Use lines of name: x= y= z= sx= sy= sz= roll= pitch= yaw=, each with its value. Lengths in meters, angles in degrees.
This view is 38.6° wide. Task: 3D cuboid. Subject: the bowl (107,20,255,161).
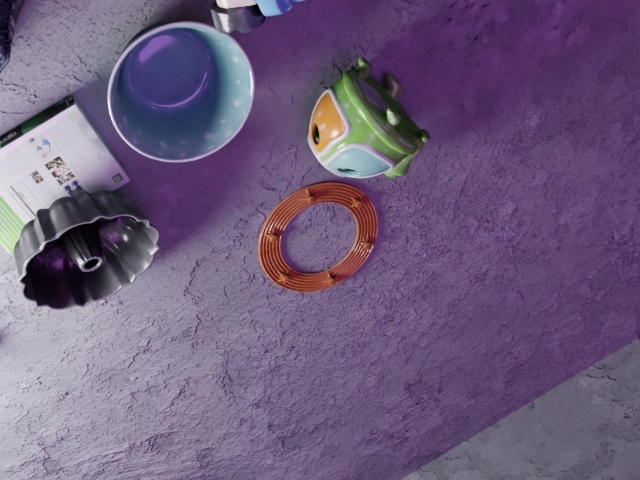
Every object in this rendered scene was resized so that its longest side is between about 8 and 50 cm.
bowl: x=-0.311 y=-0.340 z=1.951 sx=0.311 sy=0.163 sz=0.312 roll=-12 pitch=125 yaw=-18

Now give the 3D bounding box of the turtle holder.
turtle holder: x=0.110 y=-0.267 z=2.177 sx=0.227 sy=0.243 sz=0.320 roll=-38 pitch=170 yaw=22

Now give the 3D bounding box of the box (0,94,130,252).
box: x=-0.617 y=-0.143 z=2.011 sx=0.322 sy=0.058 sz=0.232 roll=-32 pitch=129 yaw=-4

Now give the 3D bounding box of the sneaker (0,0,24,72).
sneaker: x=-0.631 y=-0.411 z=1.777 sx=0.111 sy=0.121 sz=0.300 roll=5 pitch=121 yaw=-40

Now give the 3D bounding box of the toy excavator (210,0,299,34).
toy excavator: x=0.004 y=-0.616 z=1.854 sx=0.445 sy=0.433 sz=0.222 roll=-3 pitch=127 yaw=11

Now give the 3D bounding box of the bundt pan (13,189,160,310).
bundt pan: x=-0.536 y=0.009 z=2.055 sx=0.330 sy=0.124 sz=0.331 roll=-26 pitch=152 yaw=-15

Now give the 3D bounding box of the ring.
ring: x=0.000 y=0.000 z=2.400 sx=0.336 sy=0.032 sz=0.337 roll=-12 pitch=124 yaw=-18
